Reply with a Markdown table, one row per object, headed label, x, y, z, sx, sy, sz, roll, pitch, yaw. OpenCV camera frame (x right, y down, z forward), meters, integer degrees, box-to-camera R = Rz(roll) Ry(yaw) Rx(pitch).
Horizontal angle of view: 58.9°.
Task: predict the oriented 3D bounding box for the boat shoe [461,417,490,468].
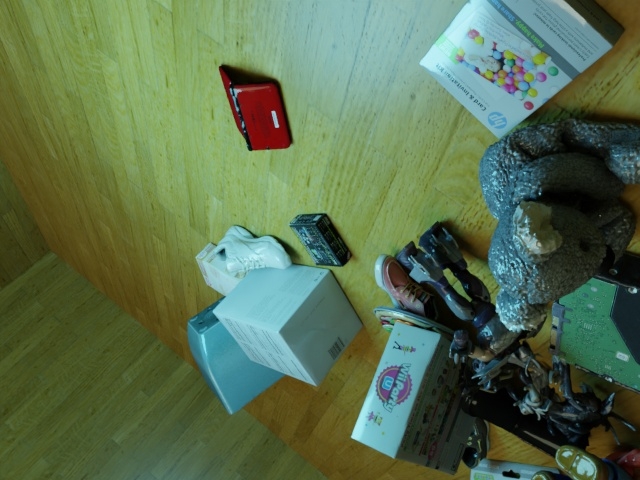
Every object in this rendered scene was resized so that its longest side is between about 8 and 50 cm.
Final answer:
| label | x | y | z | sx | sy | sz | roll | pitch | yaw |
| --- | --- | --- | --- | --- | --- | --- | --- | --- | --- |
| boat shoe | 0.363 | 0.476 | 1.378 | 0.081 | 0.068 | 0.227 | 15 | 141 | 40 |

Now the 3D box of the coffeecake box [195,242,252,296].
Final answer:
| label | x | y | z | sx | sy | sz | roll | pitch | yaw |
| --- | --- | --- | --- | --- | --- | --- | --- | --- | --- |
| coffeecake box | -0.257 | 0.108 | 1.636 | 0.186 | 0.068 | 0.142 | 27 | 149 | 25 |

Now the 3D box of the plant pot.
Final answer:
| label | x | y | z | sx | sy | sz | roll | pitch | yaw |
| --- | --- | --- | --- | --- | --- | --- | --- | --- | --- |
| plant pot | -0.269 | 0.319 | 1.728 | 0.247 | 0.248 | 0.252 | 21 | 142 | 60 |

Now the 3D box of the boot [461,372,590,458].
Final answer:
| label | x | y | z | sx | sy | sz | roll | pitch | yaw |
| --- | --- | --- | --- | --- | --- | --- | --- | --- | --- |
| boot | 0.399 | 0.342 | 1.083 | 0.207 | 0.094 | 0.246 | 20 | 167 | 37 |

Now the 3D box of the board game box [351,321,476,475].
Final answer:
| label | x | y | z | sx | sy | sz | roll | pitch | yaw |
| --- | --- | --- | --- | --- | --- | --- | --- | --- | --- |
| board game box | 0.206 | 0.311 | 1.082 | 0.098 | 0.224 | 0.303 | 14 | 163 | 37 |

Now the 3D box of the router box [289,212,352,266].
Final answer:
| label | x | y | z | sx | sy | sz | roll | pitch | yaw |
| --- | --- | --- | --- | --- | --- | --- | --- | --- | --- |
| router box | 0.000 | 0.000 | 1.209 | 0.092 | 0.038 | 0.122 | 0 | 130 | 50 |

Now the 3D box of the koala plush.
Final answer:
| label | x | y | z | sx | sy | sz | roll | pitch | yaw |
| --- | --- | --- | --- | --- | --- | --- | --- | --- | --- |
| koala plush | 0.260 | -0.014 | 0.656 | 0.203 | 0.221 | 0.196 | 18 | 144 | 22 |

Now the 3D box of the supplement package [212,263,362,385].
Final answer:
| label | x | y | z | sx | sy | sz | roll | pitch | yaw |
| --- | --- | --- | --- | --- | --- | --- | --- | --- | --- |
| supplement package | -0.081 | 0.193 | 1.401 | 0.263 | 0.199 | 0.198 | 6 | 136 | 47 |

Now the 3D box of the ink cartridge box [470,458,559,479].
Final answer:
| label | x | y | z | sx | sy | sz | roll | pitch | yaw |
| --- | --- | --- | --- | --- | --- | --- | --- | --- | --- |
| ink cartridge box | 0.506 | 0.693 | 1.388 | 0.130 | 0.271 | 0.309 | 18 | 159 | -22 |

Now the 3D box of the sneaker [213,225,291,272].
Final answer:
| label | x | y | z | sx | sy | sz | roll | pitch | yaw |
| --- | --- | --- | --- | --- | --- | --- | --- | --- | --- |
| sneaker | -0.172 | 0.045 | 1.398 | 0.232 | 0.115 | 0.090 | 14 | 141 | 40 |

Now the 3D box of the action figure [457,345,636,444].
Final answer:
| label | x | y | z | sx | sy | sz | roll | pitch | yaw |
| --- | --- | --- | --- | --- | --- | --- | --- | --- | --- |
| action figure | 0.390 | 0.251 | 0.977 | 0.276 | 0.141 | 0.164 | 18 | 140 | 3 |

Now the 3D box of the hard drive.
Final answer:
| label | x | y | z | sx | sy | sz | roll | pitch | yaw |
| --- | --- | --- | --- | --- | --- | --- | --- | --- | --- |
| hard drive | 0.495 | 0.143 | 0.773 | 0.339 | 0.064 | 0.236 | 20 | 144 | 33 |

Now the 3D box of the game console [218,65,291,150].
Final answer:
| label | x | y | z | sx | sy | sz | roll | pitch | yaw |
| --- | --- | --- | --- | --- | --- | --- | --- | --- | --- |
| game console | -0.121 | -0.247 | 1.049 | 0.124 | 0.085 | 0.144 | -2 | 138 | 10 |

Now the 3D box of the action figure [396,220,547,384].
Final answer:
| label | x | y | z | sx | sy | sz | roll | pitch | yaw |
| --- | --- | --- | --- | --- | --- | --- | --- | --- | --- |
| action figure | 0.249 | 0.104 | 0.916 | 0.285 | 0.185 | 0.099 | 48 | 156 | 11 |

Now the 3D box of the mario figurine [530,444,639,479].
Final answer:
| label | x | y | z | sx | sy | sz | roll | pitch | yaw |
| --- | --- | --- | --- | --- | --- | --- | --- | --- | --- |
| mario figurine | 0.516 | 0.435 | 0.955 | 0.321 | 0.170 | 0.198 | 18 | 148 | -33 |

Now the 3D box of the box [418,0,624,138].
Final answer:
| label | x | y | z | sx | sy | sz | roll | pitch | yaw |
| --- | --- | --- | --- | --- | --- | --- | --- | --- | --- |
| box | 0.217 | -0.220 | 0.648 | 0.145 | 0.038 | 0.186 | 43 | 152 | -2 |

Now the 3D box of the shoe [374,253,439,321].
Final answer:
| label | x | y | z | sx | sy | sz | roll | pitch | yaw |
| --- | --- | --- | --- | --- | --- | --- | --- | --- | --- |
| shoe | 0.173 | 0.096 | 1.108 | 0.081 | 0.063 | 0.178 | 11 | 144 | 41 |

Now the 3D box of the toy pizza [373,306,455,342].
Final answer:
| label | x | y | z | sx | sy | sz | roll | pitch | yaw |
| --- | --- | --- | --- | --- | --- | --- | --- | --- | --- |
| toy pizza | 0.199 | 0.187 | 1.152 | 0.201 | 0.032 | 0.201 | 22 | 166 | 6 |
